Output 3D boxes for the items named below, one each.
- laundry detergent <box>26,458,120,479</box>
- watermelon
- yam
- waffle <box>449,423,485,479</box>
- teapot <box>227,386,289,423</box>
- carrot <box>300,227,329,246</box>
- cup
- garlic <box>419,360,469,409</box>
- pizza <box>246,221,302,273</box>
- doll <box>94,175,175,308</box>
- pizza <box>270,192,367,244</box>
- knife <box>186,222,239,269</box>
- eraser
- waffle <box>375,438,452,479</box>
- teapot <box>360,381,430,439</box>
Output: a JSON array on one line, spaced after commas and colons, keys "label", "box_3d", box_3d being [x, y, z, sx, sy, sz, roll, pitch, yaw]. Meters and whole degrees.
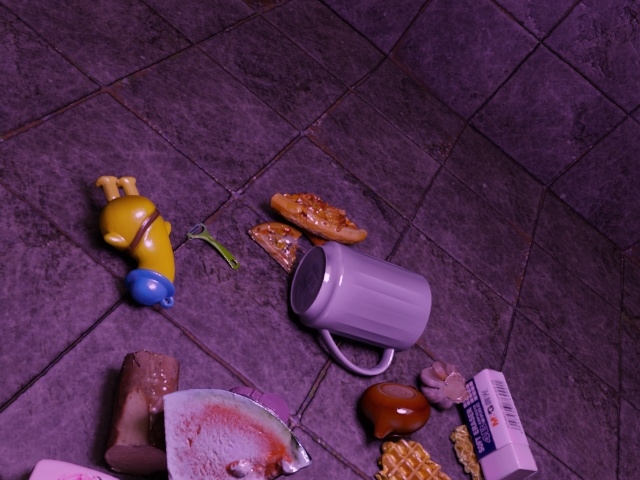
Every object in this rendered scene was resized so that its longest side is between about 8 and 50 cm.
[{"label": "laundry detergent", "box_3d": [-0.373, 0.511, 1.123, 0.335, 0.088, 0.159, 28, 46, -16]}, {"label": "watermelon", "box_3d": [-0.193, 0.392, 1.163, 0.289, 0.320, 0.214, 53, 43, -27]}, {"label": "yam", "box_3d": [-0.352, 0.337, 1.269, 0.129, 0.128, 0.238, 19, 44, -23]}, {"label": "waffle", "box_3d": [0.444, 0.587, 1.740, 0.183, 0.036, 0.169, 0, 53, -36]}, {"label": "teapot", "box_3d": [-0.137, 0.383, 1.382, 0.116, 0.146, 0.148, -8, 59, -42]}, {"label": "carrot", "box_3d": [0.000, 0.000, 1.920, 0.257, 0.061, 0.061, 49, 40, 14]}, {"label": "cup", "box_3d": [0.095, 0.192, 1.708, 0.327, 0.237, 0.323, 20, 74, -25]}, {"label": "garlic", "box_3d": [0.340, 0.393, 1.795, 0.131, 0.127, 0.194, 49, 10, -18]}, {"label": "pizza", "box_3d": [-0.123, 0.015, 1.823, 0.184, 0.036, 0.176, 10, 49, -32]}, {"label": "doll", "box_3d": [-0.428, 0.000, 1.517, 0.199, 0.145, 0.363, -7, 65, -48]}, {"label": "pizza", "box_3d": [-0.007, -0.086, 1.928, 0.335, 0.086, 0.226, 21, 24, -23]}, {"label": "knife", "box_3d": [-0.284, 0.019, 1.703, 0.166, 0.022, 0.078, 41, 44, 2]}, {"label": "eraser", "box_3d": [0.476, 0.508, 1.711, 0.086, 0.130, 0.287, 16, 43, -28]}, {"label": "waffle", "box_3d": [0.229, 0.585, 1.558, 0.211, 0.055, 0.160, 50, 41, 13]}, {"label": "teapot", "box_3d": [0.195, 0.442, 1.623, 0.178, 0.135, 0.252, 17, 10, 24]}]
